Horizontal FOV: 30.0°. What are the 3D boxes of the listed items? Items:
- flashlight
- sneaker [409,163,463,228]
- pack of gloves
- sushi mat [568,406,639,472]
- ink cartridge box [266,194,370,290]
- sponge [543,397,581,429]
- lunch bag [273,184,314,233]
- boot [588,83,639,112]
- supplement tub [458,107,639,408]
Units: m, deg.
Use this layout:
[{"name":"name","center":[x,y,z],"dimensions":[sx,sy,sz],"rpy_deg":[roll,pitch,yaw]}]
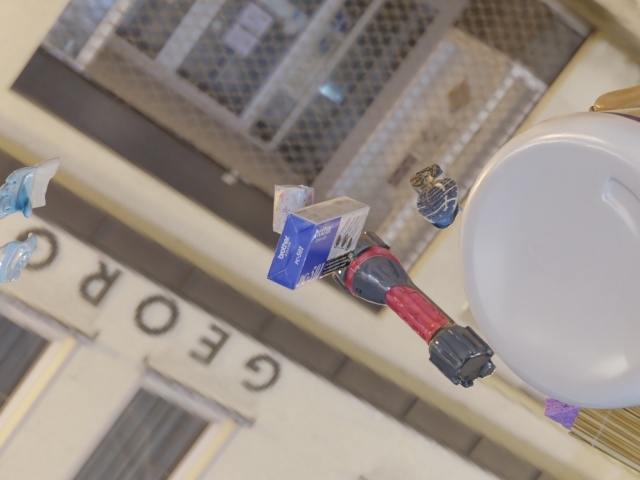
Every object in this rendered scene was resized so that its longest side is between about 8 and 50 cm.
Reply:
[{"name":"flashlight","center":[0.136,0.104,1.839],"dimensions":[0.304,0.103,0.103],"rpy_deg":[45,158,39]},{"name":"sneaker","center":[0.143,-0.041,1.374],"dimensions":[0.058,0.052,0.135],"rpy_deg":[56,-168,-21]},{"name":"pack of gloves","center":[-0.430,-0.012,1.730],"dimensions":[0.046,0.195,0.232],"rpy_deg":[19,-168,3]},{"name":"sushi mat","center":[0.383,0.217,1.073],"dimensions":[0.316,0.019,0.151],"rpy_deg":[29,-147,20]},{"name":"ink cartridge box","center":[0.000,0.000,1.637],"dimensions":[0.046,0.097,0.207],"rpy_deg":[24,-164,17]},{"name":"sponge","center":[0.436,0.271,1.715],"dimensions":[0.210,0.031,0.117],"rpy_deg":[30,146,-25]},{"name":"lunch bag","center":[-0.035,-0.042,1.679],"dimensions":[0.053,0.071,0.083],"rpy_deg":[0,-175,-14]},{"name":"boot","center":[0.424,-0.246,1.362],"dimensions":[0.089,0.269,0.236],"rpy_deg":[-2,-166,-38]},{"name":"supplement tub","center":[0.307,0.000,1.044],"dimensions":[0.331,0.241,0.241],"rpy_deg":[-10,-138,-45]}]
